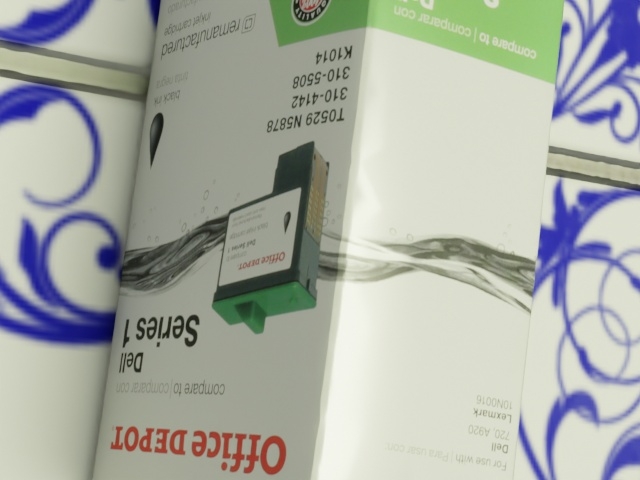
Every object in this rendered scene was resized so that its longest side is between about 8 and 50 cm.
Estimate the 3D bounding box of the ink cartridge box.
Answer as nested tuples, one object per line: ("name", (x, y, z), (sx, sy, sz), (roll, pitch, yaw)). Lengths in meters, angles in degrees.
("ink cartridge box", (0.000, 0.000, 0.649), (0.092, 0.160, 0.219), (14, 78, -33))
